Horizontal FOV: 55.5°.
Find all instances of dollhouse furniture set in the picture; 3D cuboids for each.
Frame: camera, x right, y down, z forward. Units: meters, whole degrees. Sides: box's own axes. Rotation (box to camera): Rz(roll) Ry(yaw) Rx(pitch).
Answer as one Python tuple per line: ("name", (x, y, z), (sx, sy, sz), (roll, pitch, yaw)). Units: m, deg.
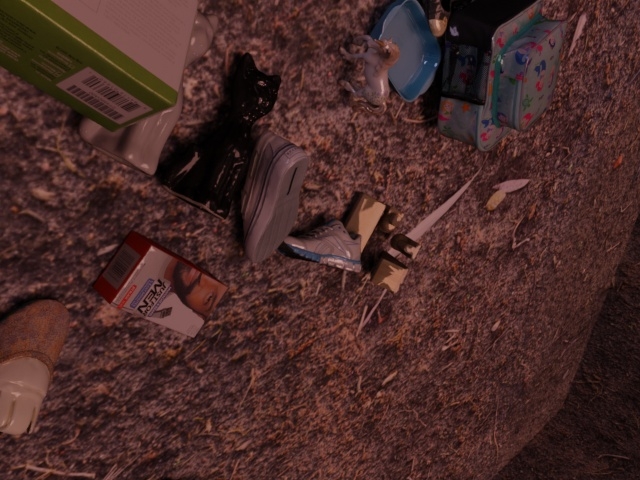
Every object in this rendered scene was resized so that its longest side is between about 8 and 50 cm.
("dollhouse furniture set", (0.095, -0.005, 1.166), (0.151, 0.123, 0.144), (25, 97, -19))

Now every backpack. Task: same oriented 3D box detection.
("backpack", (0.313, -0.290, 1.085), (0.225, 0.191, 0.254), (-40, 148, -35))

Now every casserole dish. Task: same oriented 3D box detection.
("casserole dish", (0.134, -0.307, 0.984), (0.114, 0.037, 0.188), (-56, 143, -3))

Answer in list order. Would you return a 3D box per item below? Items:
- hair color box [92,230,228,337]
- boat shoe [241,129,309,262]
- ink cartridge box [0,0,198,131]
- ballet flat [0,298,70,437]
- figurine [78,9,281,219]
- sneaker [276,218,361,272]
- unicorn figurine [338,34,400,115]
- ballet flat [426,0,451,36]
("hair color box", (-0.214, 0.064, 0.838), (0.093, 0.053, 0.167), (-56, 145, -3))
("boat shoe", (-0.077, -0.064, 0.887), (0.083, 0.076, 0.226), (-27, 153, -42))
("ink cartridge box", (-0.209, -0.263, 0.567), (0.188, 0.097, 0.255), (33, 55, -46))
("ballet flat", (-0.390, 0.211, 0.695), (0.316, 0.106, 0.107), (-51, 143, -10))
("figurine", (-0.150, -0.162, 0.733), (0.215, 0.092, 0.210), (35, 80, -53))
("sneaker", (0.000, 0.000, 1.030), (0.190, 0.071, 0.083), (14, 88, -45))
("unicorn figurine", (0.074, -0.253, 0.890), (0.060, 0.111, 0.162), (-43, 141, -18))
("ballet flat", (0.199, -0.408, 0.949), (0.057, 0.049, 0.173), (-14, 116, -59))
